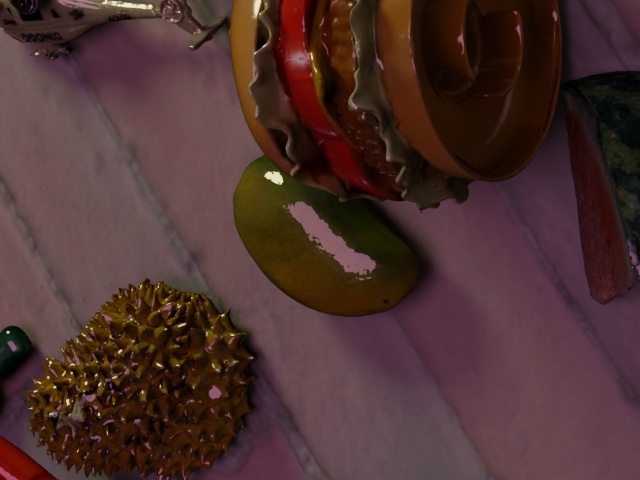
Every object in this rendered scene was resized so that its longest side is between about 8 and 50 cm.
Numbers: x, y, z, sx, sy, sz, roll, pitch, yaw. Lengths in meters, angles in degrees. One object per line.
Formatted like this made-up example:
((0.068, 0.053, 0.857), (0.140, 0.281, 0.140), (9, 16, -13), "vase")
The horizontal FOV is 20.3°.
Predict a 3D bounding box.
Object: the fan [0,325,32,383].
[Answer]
((-0.356, 0.146, 1.902), (0.155, 0.039, 0.082), (-42, 75, 29), "fan")

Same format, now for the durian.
((-0.180, 0.149, 1.740), (0.249, 0.138, 0.183), (-42, 67, 25), "durian")

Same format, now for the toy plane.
((-0.227, -0.223, 1.730), (0.286, 0.092, 0.108), (3, 122, 33), "toy plane")

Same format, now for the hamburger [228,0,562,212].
((0.048, -0.156, 1.448), (0.212, 0.274, 0.274), (-2, 98, 35), "hamburger")

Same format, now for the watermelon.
((0.236, -0.042, 1.445), (0.207, 0.136, 0.202), (45, 114, 35), "watermelon")

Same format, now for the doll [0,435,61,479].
((-0.206, 0.314, 1.784), (0.384, 0.099, 0.188), (24, 152, 25), "doll")

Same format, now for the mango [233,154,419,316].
((-0.003, 0.001, 1.622), (0.191, 0.085, 0.122), (48, 117, 18), "mango")
